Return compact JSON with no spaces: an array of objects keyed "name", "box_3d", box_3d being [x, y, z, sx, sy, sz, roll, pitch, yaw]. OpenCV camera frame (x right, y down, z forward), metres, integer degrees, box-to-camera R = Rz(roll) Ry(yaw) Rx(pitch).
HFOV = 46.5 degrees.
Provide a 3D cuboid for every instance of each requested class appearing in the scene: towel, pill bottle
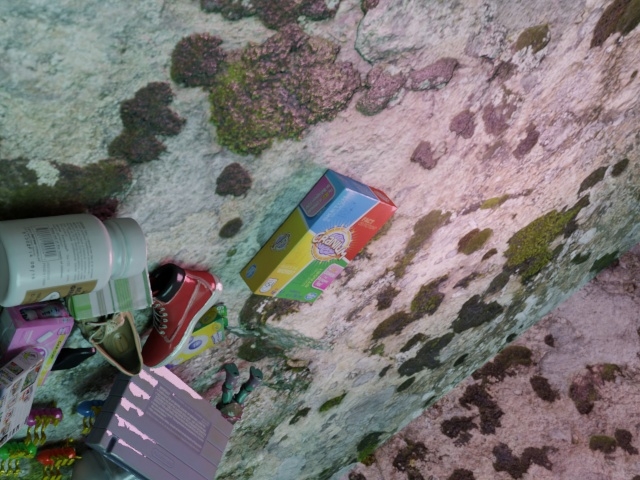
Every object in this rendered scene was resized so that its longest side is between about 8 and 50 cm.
[{"name":"towel","box_3d":[-0.380,0.077,1.339,0.152,0.113,0.023,-8,178,-40]},{"name":"pill bottle","box_3d":[-0.403,0.024,1.189,0.229,0.131,0.131,-9,139,-42]}]

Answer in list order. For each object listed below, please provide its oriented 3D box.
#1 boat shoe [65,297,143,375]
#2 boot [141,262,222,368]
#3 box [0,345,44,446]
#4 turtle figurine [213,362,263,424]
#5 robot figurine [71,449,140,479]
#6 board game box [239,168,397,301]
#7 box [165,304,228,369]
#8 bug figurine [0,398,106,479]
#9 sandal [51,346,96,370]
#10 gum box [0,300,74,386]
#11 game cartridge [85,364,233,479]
[{"name":"boat shoe","box_3d":[-0.400,0.167,1.434,0.105,0.089,0.285,-32,149,-12]},{"name":"boot","box_3d":[-0.328,0.153,1.507,0.244,0.088,0.176,-54,148,10]},{"name":"box","box_3d":[-0.553,0.290,1.308,0.114,0.036,0.207,-47,168,-54]},{"name":"turtle figurine","box_3d":[-0.251,0.433,1.962,0.175,0.118,0.234,6,122,-52]},{"name":"robot figurine","box_3d":[-0.444,0.548,1.795,0.353,0.199,0.300,-30,169,-24]},{"name":"board game box","box_3d":[0.000,0.000,1.684,0.316,0.064,0.242,-49,150,17]},{"name":"box","box_3d":[-0.284,0.217,1.688,0.179,0.043,0.105,-29,150,-21]},{"name":"bug figurine","box_3d":[-0.572,0.420,1.612,0.216,0.072,0.279,13,127,-48]},{"name":"sandal","box_3d":[-0.483,0.217,1.419,0.067,0.040,0.179,3,158,-46]},{"name":"gum box","box_3d":[-0.531,0.188,1.341,0.107,0.062,0.188,-2,134,-48]},{"name":"game cartridge","box_3d":[-0.345,0.426,1.658,0.068,0.230,0.355,-9,136,31]}]
